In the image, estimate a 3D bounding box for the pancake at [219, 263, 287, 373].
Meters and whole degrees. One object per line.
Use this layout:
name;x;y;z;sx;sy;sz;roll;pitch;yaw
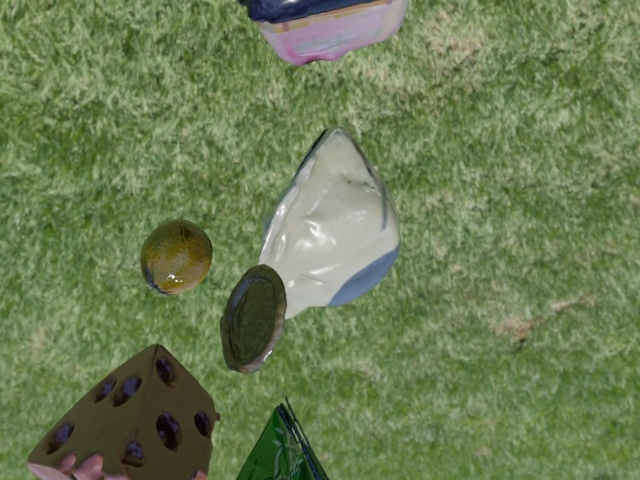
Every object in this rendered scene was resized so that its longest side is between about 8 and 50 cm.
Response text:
pancake;-0.069;0.078;0.740;0.011;0.115;0.115;23;137;-34

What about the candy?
candy;-0.049;0.265;0.703;0.078;0.203;0.141;-7;112;30

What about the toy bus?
toy bus;-0.024;-0.383;0.780;0.171;0.386;0.162;-11;168;-2

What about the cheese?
cheese;-0.225;0.250;0.826;0.177;0.203;0.128;-29;119;17

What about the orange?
orange;-0.173;0.020;0.882;0.085;0.095;0.085;16;141;14

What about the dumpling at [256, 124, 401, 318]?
dumpling;0.000;0.000;1.296;0.233;0.315;0.395;29;146;22
